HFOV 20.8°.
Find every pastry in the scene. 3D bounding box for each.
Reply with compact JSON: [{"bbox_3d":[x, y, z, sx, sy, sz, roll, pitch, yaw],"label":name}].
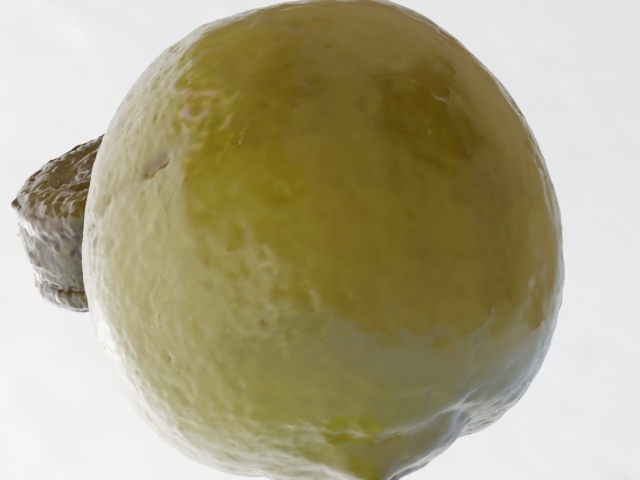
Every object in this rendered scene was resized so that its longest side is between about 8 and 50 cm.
[{"bbox_3d":[-0.161,-0.022,1.465,0.189,0.189,0.103,-98,-9,-65],"label":"pastry"}]

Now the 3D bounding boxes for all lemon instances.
[{"bbox_3d":[0.000,0.000,1.175,0.348,0.348,0.348,30,-160,-12],"label":"lemon"}]
